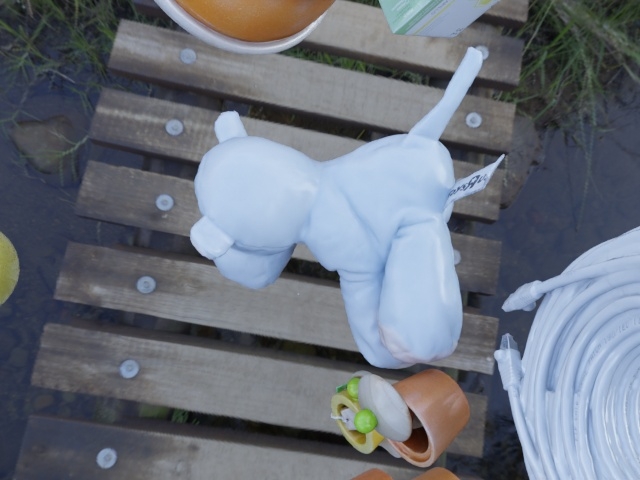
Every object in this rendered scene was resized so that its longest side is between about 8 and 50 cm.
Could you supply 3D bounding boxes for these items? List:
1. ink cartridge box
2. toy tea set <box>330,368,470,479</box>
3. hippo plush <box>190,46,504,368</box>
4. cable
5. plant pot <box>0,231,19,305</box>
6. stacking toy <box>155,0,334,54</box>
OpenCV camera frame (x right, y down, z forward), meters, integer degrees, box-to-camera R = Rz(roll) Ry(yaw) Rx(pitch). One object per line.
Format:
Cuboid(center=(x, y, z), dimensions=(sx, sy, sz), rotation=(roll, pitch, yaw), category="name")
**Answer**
Cuboid(center=(0.199, -0.298, 0.636), dimensions=(0.235, 0.171, 0.056), rotation=(-16, 80, -43), category="ink cartridge box")
Cuboid(center=(0.056, 0.260, 0.580), dimensions=(0.124, 0.200, 0.335), rotation=(-25, 120, -30), category="toy tea set")
Cuboid(center=(0.000, 0.000, 0.538), dimensions=(0.237, 0.294, 0.234), rotation=(2, 65, -9), category="hippo plush")
Cuboid(center=(0.222, 0.114, 0.345), dimensions=(0.089, 0.257, 0.257), rotation=(8, 61, -16), category="cable")
Cuboid(center=(-0.445, 0.029, 0.695), dimensions=(0.134, 0.095, 0.134), rotation=(5, 77, -23), category="plant pot")
Cuboid(center=(0.018, -0.406, 0.605), dimensions=(0.351, 0.480, 0.350), rotation=(-6, 100, -39), category="stacking toy")
